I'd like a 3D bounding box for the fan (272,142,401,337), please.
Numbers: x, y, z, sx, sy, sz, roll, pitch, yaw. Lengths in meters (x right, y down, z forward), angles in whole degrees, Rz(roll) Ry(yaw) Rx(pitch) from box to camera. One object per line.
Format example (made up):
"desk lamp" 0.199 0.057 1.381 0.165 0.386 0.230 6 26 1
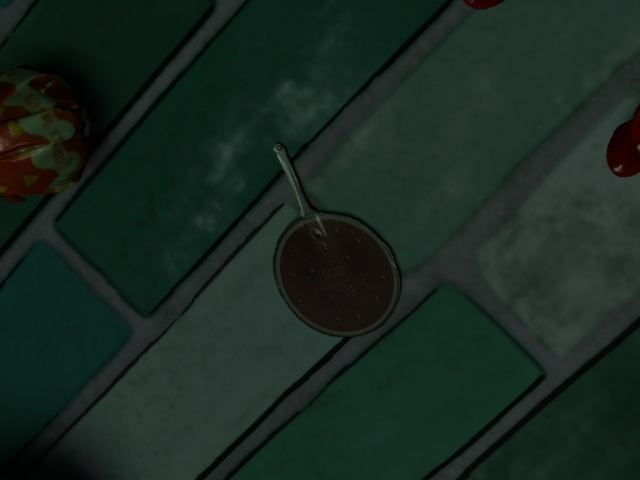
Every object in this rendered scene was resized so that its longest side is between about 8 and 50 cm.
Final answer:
"fan" 0.000 0.000 1.236 0.085 0.005 0.133 -17 104 28

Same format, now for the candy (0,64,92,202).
"candy" -0.260 -0.007 1.210 0.078 0.287 0.084 40 158 35

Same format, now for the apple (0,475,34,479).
"apple" -0.225 0.253 1.330 0.196 0.196 0.196 8 114 19

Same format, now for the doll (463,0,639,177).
"doll" 0.246 -0.193 1.009 0.188 0.099 0.384 46 124 -1
